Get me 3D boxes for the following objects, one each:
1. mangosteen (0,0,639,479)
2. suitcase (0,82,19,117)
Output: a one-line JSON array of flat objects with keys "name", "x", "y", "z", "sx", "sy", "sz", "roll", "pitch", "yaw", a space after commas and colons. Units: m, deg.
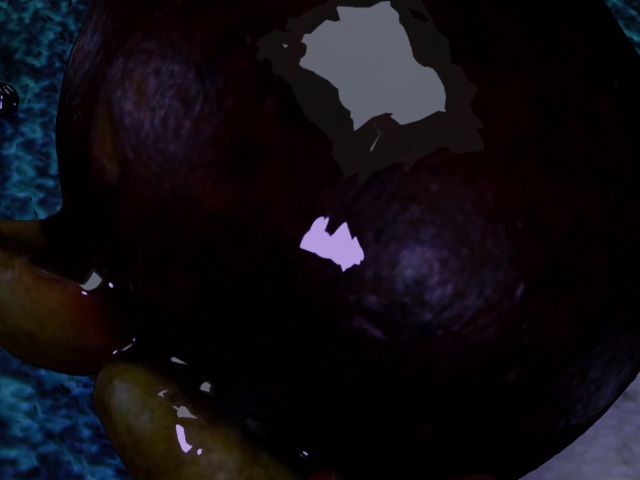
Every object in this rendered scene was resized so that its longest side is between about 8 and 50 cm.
[{"name": "mangosteen", "x": 0.000, "y": 0.000, "z": 0.452, "sx": 0.307, "sy": 0.307, "sz": 0.347, "roll": 37, "pitch": 86, "yaw": 24}, {"name": "suitcase", "x": -0.388, "y": -0.154, "z": 0.571, "sx": 0.335, "sy": 0.152, "sz": 0.229, "roll": 6, "pitch": 11, "yaw": 3}]
